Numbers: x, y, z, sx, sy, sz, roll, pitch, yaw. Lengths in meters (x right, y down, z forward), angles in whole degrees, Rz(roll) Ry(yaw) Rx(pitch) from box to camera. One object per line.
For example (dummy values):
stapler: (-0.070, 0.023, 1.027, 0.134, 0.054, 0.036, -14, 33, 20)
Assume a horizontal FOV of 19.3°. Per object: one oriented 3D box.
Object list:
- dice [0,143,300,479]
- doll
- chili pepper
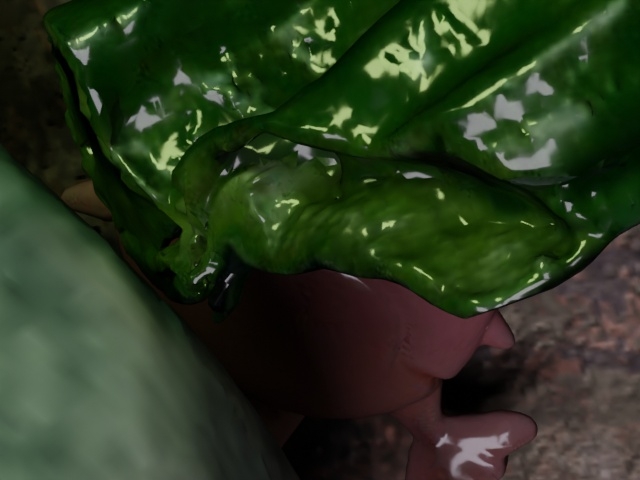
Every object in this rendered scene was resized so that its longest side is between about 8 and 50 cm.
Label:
dice: (-0.219, 0.141, 0.712, 0.348, 0.328, 0.330, 38, 156, 20)
doll: (0.000, 0.000, 0.771, 0.211, 0.093, 0.262, -31, 104, 26)
chili pepper: (0.091, -0.091, 0.601, 0.385, 0.213, 0.167, -19, 95, 4)
